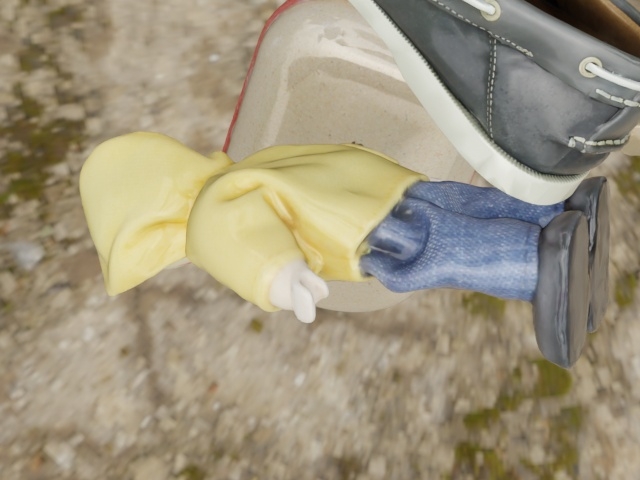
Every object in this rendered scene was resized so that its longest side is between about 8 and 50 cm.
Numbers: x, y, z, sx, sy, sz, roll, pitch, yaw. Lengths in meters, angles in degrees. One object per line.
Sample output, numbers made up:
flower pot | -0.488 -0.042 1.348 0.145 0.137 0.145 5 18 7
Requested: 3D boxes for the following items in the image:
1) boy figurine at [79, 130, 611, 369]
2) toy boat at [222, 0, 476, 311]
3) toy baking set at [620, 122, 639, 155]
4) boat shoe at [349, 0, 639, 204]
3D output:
boy figurine | 0.000 0.000 0.951 0.285 0.177 0.092 5 112 17
toy boat | 0.025 -0.070 1.166 0.151 0.151 0.231 22 127 0
toy baking set | 0.321 -0.131 1.265 0.197 0.030 0.256 16 139 -16
boat shoe | 0.037 -0.124 0.681 0.233 0.084 0.079 49 132 6
